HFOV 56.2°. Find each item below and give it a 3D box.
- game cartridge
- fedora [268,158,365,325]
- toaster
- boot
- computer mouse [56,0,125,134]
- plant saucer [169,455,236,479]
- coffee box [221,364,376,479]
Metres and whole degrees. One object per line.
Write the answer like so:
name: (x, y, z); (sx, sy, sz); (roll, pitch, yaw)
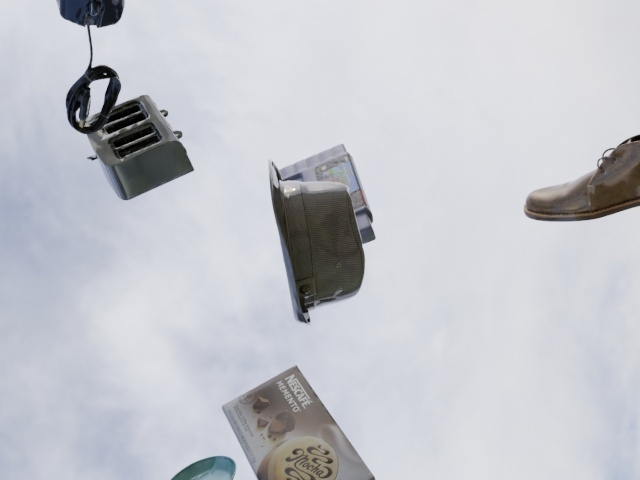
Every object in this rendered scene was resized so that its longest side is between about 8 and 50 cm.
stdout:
game cartridge: (-0.003, -0.096, 1.495); (0.068, 0.230, 0.355); (56, -166, -41)
fedora: (0.000, 0.000, 0.949); (0.124, 0.244, 0.276); (-8, -62, -1)
toaster: (-0.371, -0.184, 1.197); (0.185, 0.168, 0.110); (-27, -34, -15)
boot: (0.463, -0.105, 0.949); (0.112, 0.305, 0.115); (-48, -63, -44)
computer mouse: (-0.224, -0.198, 0.584); (0.071, 0.041, 0.242); (-12, -38, -28)
plant saucer: (-0.184, 0.381, 0.933); (0.119, 0.119, 0.021); (-28, -74, -40)
coffee box: (-0.039, 0.386, 1.071); (0.168, 0.297, 0.119); (-26, -52, -14)
